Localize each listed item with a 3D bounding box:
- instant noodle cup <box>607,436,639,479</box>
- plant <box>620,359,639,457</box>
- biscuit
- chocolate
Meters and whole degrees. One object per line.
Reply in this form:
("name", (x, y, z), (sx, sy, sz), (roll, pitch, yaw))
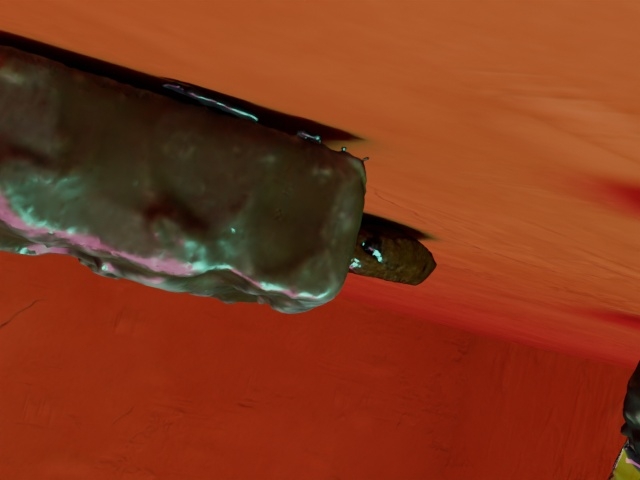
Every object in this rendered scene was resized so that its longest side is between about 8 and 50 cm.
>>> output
("instant noodle cup", (0.402, 0.197, 1.350), (0.182, 0.230, 0.230), (23, 178, 13))
("plant", (0.241, 0.070, 0.584), (0.203, 0.131, 0.142), (10, 172, 29))
("biscuit", (0.000, 0.000, 1.069), (0.192, 0.049, 0.192), (13, -177, -1))
("chocolate", (-0.094, -0.027, 0.667), (0.214, 0.093, 0.148), (15, 175, -13))
